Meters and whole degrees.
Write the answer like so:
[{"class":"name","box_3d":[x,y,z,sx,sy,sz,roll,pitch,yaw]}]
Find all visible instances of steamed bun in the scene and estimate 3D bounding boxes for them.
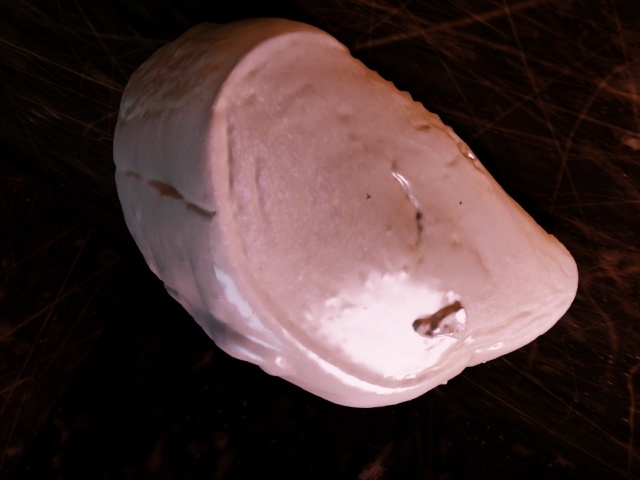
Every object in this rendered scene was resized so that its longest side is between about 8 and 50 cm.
[{"class":"steamed bun","box_3d":[0.001,0.005,0.987,0.383,0.236,0.247,37,169,-25]}]
